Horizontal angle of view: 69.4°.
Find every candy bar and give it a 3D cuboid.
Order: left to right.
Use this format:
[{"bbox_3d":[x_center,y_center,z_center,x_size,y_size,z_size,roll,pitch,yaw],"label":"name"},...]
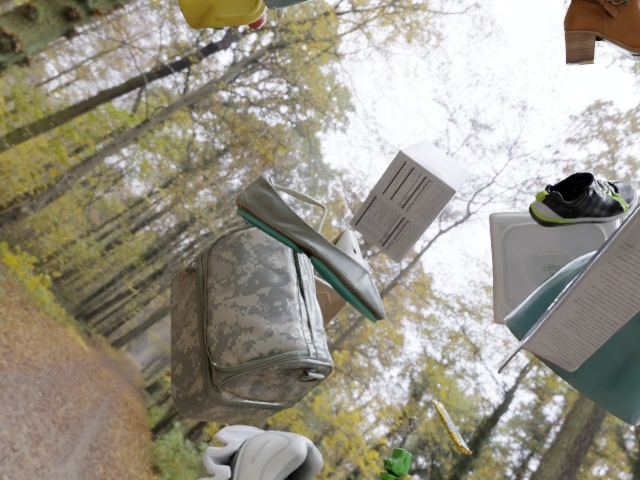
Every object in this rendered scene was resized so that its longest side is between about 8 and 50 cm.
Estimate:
[{"bbox_3d":[0.299,0.428,1.063,0.040,0.018,0.161,37,11,-20],"label":"candy bar"}]

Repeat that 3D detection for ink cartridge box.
[{"bbox_3d":[0.385,0.011,0.563,0.071,0.324,0.330,39,-36,26],"label":"ink cartridge box"}]

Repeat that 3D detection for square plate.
[{"bbox_3d":[0.669,0.081,1.323,0.346,0.049,0.345,-2,-89,28],"label":"square plate"}]

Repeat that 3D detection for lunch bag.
[{"bbox_3d":[-0.106,0.126,0.790,0.212,0.256,0.305,28,39,-42],"label":"lunch bag"}]

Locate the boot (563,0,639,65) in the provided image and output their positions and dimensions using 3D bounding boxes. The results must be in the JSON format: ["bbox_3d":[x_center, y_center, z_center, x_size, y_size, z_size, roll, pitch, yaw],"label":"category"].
[{"bbox_3d":[0.716,-0.528,1.058,0.283,0.109,0.221,7,-77,31],"label":"boot"}]

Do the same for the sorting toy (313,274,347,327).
[{"bbox_3d":[-0.065,0.157,1.086,0.208,0.193,0.038,36,12,-35],"label":"sorting toy"}]

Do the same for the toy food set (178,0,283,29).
[{"bbox_3d":[-0.183,-0.484,0.970,0.071,0.217,0.128,120,-42,-72],"label":"toy food set"}]

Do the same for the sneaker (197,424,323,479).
[{"bbox_3d":[-0.064,0.316,0.410,0.118,0.292,0.110,-12,-37,25],"label":"sneaker"}]

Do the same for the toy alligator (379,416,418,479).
[{"bbox_3d":[0.115,0.372,0.731,0.051,0.190,0.056,23,-23,-21],"label":"toy alligator"}]

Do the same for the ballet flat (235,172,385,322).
[{"bbox_3d":[0.000,0.000,0.507,0.213,0.068,0.072,38,-9,11],"label":"ballet flat"}]

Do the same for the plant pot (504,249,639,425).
[{"bbox_3d":[0.556,0.161,0.898,0.292,0.235,0.293,32,14,-9],"label":"plant pot"}]

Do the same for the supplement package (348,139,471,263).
[{"bbox_3d":[0.215,-0.100,1.067,0.145,0.262,0.204,39,-63,9],"label":"supplement package"}]

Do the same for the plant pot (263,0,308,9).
[{"bbox_3d":[0.089,-0.371,0.401,0.252,0.247,0.248,13,-49,35],"label":"plant pot"}]

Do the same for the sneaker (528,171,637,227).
[{"bbox_3d":[0.517,-0.086,0.885,0.097,0.234,0.084,90,-17,-50],"label":"sneaker"}]
